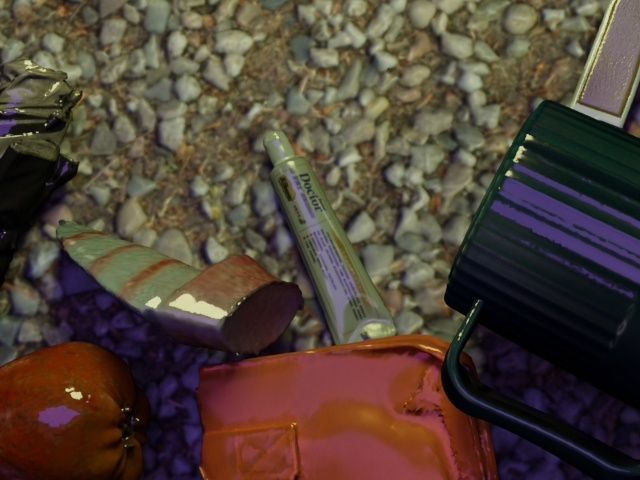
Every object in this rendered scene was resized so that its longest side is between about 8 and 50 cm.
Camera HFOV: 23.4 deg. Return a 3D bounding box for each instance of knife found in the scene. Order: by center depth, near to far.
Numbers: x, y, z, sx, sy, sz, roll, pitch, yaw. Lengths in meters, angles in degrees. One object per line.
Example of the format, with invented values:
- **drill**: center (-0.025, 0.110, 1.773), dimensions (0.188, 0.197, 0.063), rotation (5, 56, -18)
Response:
- **knife**: center (0.293, -0.137, 1.626), dimensions (0.061, 0.027, 0.343), rotation (20, 84, 11)

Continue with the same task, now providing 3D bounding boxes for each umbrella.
- **umbrella**: center (-0.344, -0.015, 1.647), dimensions (0.106, 0.113, 0.358), rotation (16, 85, 38)

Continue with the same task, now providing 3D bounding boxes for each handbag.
- **handbag**: center (0.035, 0.309, 1.520), dimensions (0.303, 0.116, 0.410), rotation (-9, 77, 6)

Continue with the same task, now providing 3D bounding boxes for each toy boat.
- **toy boat**: center (-0.175, 0.031, 1.584), dimensions (0.282, 0.206, 0.096), rotation (25, 109, 25)

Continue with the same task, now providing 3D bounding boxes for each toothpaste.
- **toothpaste**: center (0.000, 0.000, 1.631), dimensions (0.067, 0.037, 0.255), rotation (-25, 79, -4)

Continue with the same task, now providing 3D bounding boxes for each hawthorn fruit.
- **hawthorn fruit**: center (-0.264, 0.192, 1.560), dimensions (0.189, 0.189, 0.189), rotation (-2, 78, 7)

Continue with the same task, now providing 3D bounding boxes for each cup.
- **cup**: center (0.277, 0.051, 1.478), dimensions (0.292, 0.242, 0.308), rotation (28, 99, 8)
